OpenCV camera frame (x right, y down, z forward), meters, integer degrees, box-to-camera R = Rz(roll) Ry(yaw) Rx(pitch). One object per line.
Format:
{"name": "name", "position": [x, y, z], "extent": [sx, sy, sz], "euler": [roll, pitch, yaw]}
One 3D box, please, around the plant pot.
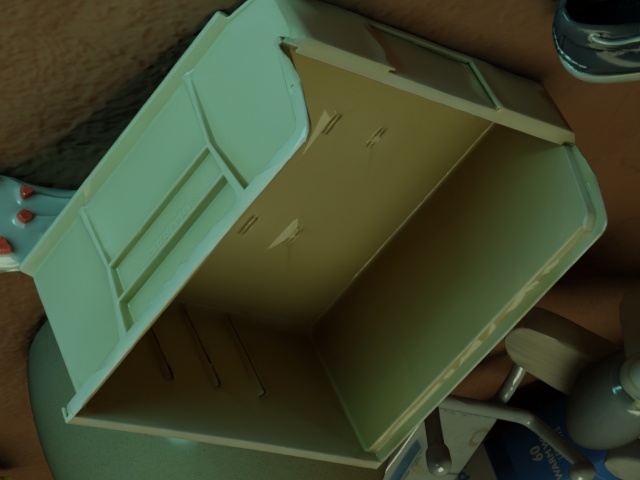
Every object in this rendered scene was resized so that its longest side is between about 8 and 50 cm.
{"name": "plant pot", "position": [-0.070, 0.167, 1.450], "extent": [0.284, 0.191, 0.284], "euler": [-6, 145, -4]}

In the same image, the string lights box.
{"name": "string lights box", "position": [0.258, 0.183, 1.756], "extent": [0.260, 0.076, 0.133], "euler": [-32, 149, 18]}

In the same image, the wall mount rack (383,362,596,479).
{"name": "wall mount rack", "position": [0.074, 0.231, 1.578], "extent": [0.304, 0.130, 0.350], "euler": [15, 112, -55]}

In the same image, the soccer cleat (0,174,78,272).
{"name": "soccer cleat", "position": [-0.170, -0.006, 1.253], "extent": [0.196, 0.068, 0.076], "euler": [-5, 157, -19]}

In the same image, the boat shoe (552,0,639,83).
{"name": "boat shoe", "position": [0.234, -0.139, 1.129], "extent": [0.206, 0.075, 0.065], "euler": [-11, 158, 12]}

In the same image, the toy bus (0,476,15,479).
{"name": "toy bus", "position": [-0.354, 0.226, 1.599], "extent": [0.220, 0.149, 0.211], "euler": [-11, 139, -6]}

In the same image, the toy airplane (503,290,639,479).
{"name": "toy airplane", "position": [0.365, 0.181, 1.509], "extent": [0.386, 0.272, 0.384], "euler": [-8, 125, 22]}

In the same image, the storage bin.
{"name": "storage bin", "position": [0.000, 0.000, 1.205], "extent": [0.262, 0.123, 0.260], "euler": [15, 127, -42]}
